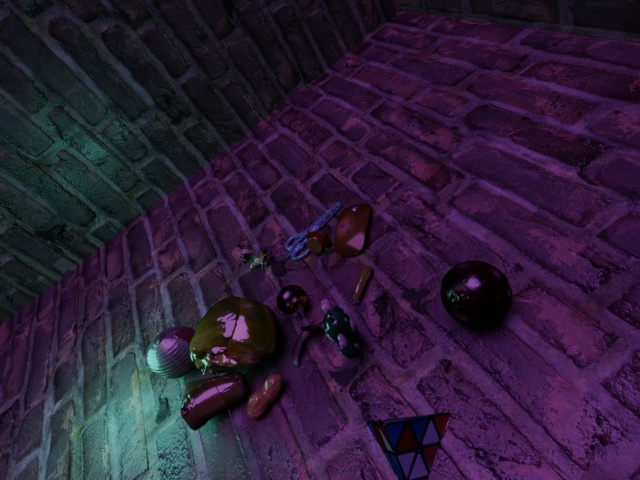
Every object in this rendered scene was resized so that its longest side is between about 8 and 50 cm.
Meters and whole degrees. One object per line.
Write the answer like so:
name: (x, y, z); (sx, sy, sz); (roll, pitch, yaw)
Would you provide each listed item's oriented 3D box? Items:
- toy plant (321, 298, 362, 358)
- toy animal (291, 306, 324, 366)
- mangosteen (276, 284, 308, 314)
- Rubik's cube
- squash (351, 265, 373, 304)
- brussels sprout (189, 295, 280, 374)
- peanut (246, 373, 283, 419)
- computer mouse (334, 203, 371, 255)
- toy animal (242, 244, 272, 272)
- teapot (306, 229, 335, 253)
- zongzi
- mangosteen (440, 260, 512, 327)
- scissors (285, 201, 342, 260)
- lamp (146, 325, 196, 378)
toy plant: (0.076, 0.321, 1.470); (0.113, 0.243, 0.232); (-32, 69, 6)
toy animal: (-0.054, 0.336, 1.637); (0.273, 0.160, 0.197); (-33, 40, -6)
mangosteen: (-0.116, 0.264, 1.736); (0.137, 0.137, 0.151); (-46, 34, -9)
Rubik's cube: (0.205, 0.557, 1.185); (0.250, 0.234, 0.284); (16, 64, 43)
squash: (0.171, 0.183, 1.679); (0.052, 0.052, 0.183); (9, 62, 39)
brussels sprout: (-0.354, 0.399, 1.681); (0.372, 0.276, 0.314); (-25, 59, 7)
peanut: (-0.214, 0.595, 1.542); (0.089, 0.089, 0.192); (26, 70, 45)
computer mouse: (0.154, -0.063, 1.892); (0.158, 0.071, 0.310); (-7, 49, 27)
toy animal: (-0.317, 0.113, 2.043); (0.095, 0.219, 0.155); (26, 107, 27)
teapot: (0.000, 0.000, 1.923); (0.173, 0.116, 0.116); (26, 68, 17)
zongzi: (-0.444, 0.606, 1.680); (0.274, 0.145, 0.300); (-29, 19, -9)
mangosteen: (0.531, 0.170, 1.347); (0.266, 0.228, 0.228); (-15, 24, -43)
scissors: (-0.030, -0.055, 2.035); (0.393, 0.032, 0.180); (-45, 43, -9)
lamp: (-0.657, 0.501, 1.822); (0.266, 0.233, 0.233); (-10, 48, 20)
